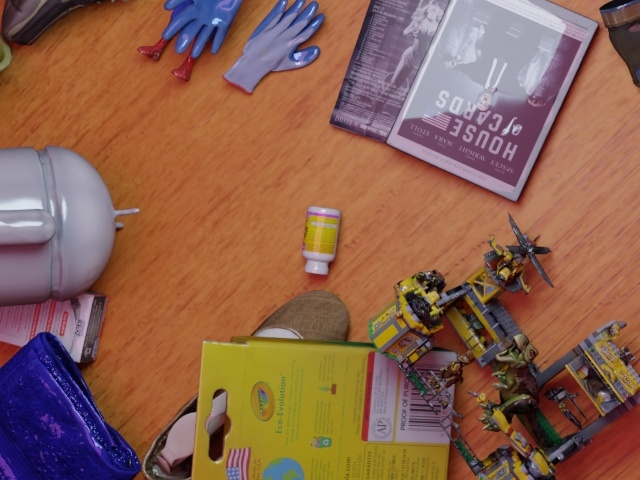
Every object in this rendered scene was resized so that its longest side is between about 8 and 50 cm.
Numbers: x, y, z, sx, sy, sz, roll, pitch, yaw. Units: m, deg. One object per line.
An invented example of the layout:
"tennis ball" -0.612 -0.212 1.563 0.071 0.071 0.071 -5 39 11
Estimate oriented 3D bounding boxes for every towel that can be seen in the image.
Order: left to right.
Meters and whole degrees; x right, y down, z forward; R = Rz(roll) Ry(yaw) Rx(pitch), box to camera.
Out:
"towel" -0.402 0.295 1.969 0.308 0.076 0.228 -41 77 24

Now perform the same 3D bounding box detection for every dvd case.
"dvd case" 0.121 -0.225 1.882 0.164 0.018 0.221 20 95 16
"dvd case" 0.208 -0.190 1.836 0.179 0.029 0.239 25 94 6

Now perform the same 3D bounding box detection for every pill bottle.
"pill bottle" 0.000 0.000 1.900 0.043 0.043 0.083 8 91 17

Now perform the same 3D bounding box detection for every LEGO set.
"LEGO set" 0.236 0.130 1.716 0.192 0.255 0.331 -44 68 35

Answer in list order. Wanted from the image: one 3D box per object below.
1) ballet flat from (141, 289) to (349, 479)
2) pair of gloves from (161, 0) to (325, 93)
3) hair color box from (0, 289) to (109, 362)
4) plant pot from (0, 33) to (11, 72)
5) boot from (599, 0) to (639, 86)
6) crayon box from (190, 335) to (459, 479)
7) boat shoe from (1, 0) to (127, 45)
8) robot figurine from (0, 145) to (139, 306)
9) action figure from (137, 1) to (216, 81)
"ballet flat" -0.103 0.196 1.885 0.342 0.124 0.116 -42 77 11
"pair of gloves" -0.094 -0.269 1.890 0.198 0.023 0.159 33 115 -26
"hair color box" -0.374 0.098 2.007 0.167 0.053 0.093 14 93 18
"plant pot" -0.589 -0.197 1.991 0.276 0.276 0.254 37 111 14
"boot" 0.448 -0.261 1.770 0.219 0.082 0.106 -17 106 12
"crayon box" -0.002 0.219 1.796 0.318 0.081 0.202 5 90 -18
"boat shoe" -0.285 -0.357 1.938 0.355 0.130 0.132 -37 39 35
"robot figurine" -0.411 -0.015 1.890 0.353 0.300 0.200 -5 96 -18
"action figure" -0.140 -0.346 1.908 0.091 0.139 0.280 34 96 13
